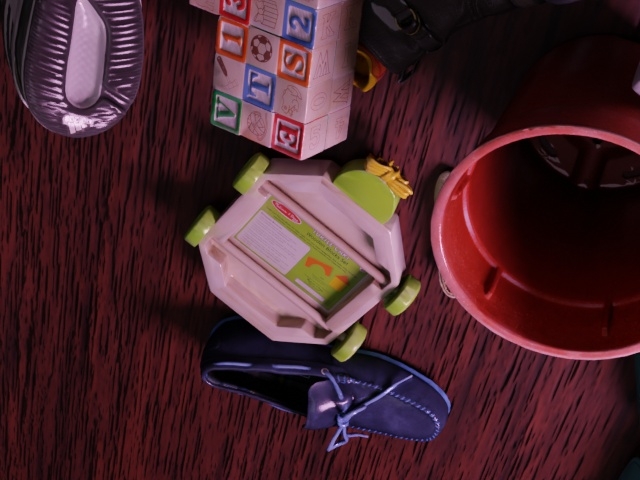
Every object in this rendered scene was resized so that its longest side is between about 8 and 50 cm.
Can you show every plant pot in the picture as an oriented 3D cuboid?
[{"bbox_3d":[0.277,-0.065,1.346,0.272,0.265,0.272,11,127,14],"label":"plant pot"}]

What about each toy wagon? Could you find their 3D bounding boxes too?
[{"bbox_3d":[0.000,0.000,1.634,0.267,0.068,0.344,39,129,-9],"label":"toy wagon"}]

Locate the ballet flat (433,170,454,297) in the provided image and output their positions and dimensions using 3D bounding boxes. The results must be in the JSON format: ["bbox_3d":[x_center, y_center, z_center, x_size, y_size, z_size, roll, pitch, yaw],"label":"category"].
[{"bbox_3d":[0.164,-0.003,1.574,0.057,0.052,0.168,4,126,19],"label":"ballet flat"}]

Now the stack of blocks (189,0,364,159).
[{"bbox_3d":[-0.047,-0.256,1.386,0.171,0.087,0.297,24,123,29],"label":"stack of blocks"}]

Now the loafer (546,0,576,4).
[{"bbox_3d":[0.297,-0.305,1.184,0.095,0.109,0.302,37,144,-29],"label":"loafer"}]

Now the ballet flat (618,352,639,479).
[{"bbox_3d":[0.460,0.282,1.619,0.182,0.164,0.483,-1,125,-2],"label":"ballet flat"}]

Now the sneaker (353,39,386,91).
[{"bbox_3d":[-0.006,-0.228,1.466,0.175,0.067,0.064,26,132,4],"label":"sneaker"}]

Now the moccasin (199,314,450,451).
[{"bbox_3d":[-0.001,0.214,1.759,0.342,0.117,0.138,14,129,12],"label":"moccasin"}]

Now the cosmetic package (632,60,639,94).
[{"bbox_3d":[0.551,-0.124,1.219,0.453,0.161,0.230,33,144,-7],"label":"cosmetic package"}]

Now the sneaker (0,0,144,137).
[{"bbox_3d":[-0.270,-0.355,1.412,0.169,0.257,0.448,8,102,-31],"label":"sneaker"}]

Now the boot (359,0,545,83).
[{"bbox_3d":[0.093,-0.302,1.361,0.229,0.091,0.263,-18,112,37],"label":"boot"}]
